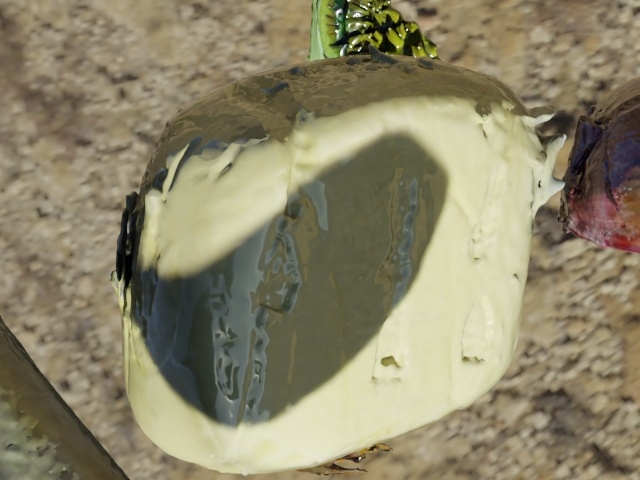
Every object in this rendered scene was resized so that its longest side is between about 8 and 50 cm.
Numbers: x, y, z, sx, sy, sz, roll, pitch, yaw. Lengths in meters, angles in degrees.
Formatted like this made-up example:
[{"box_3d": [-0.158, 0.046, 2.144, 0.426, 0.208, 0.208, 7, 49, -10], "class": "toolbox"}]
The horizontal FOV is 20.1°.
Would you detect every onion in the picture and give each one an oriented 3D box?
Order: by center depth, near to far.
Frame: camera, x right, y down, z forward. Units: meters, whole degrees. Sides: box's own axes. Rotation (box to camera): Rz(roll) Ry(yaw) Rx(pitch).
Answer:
[{"box_3d": [0.230, -0.057, 1.178, 0.151, 0.206, 0.098, -2, 106, -4], "class": "onion"}]

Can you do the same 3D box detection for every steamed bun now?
[{"box_3d": [0.000, 0.000, 1.059, 0.166, 0.273, 0.232, 25, 125, 49], "class": "steamed bun"}]

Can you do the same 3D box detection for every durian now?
[{"box_3d": [0.049, -0.134, 1.614, 0.132, 0.106, 0.375, -140, 45, -56], "class": "durian"}]

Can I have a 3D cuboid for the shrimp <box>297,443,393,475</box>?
[{"box_3d": [-0.023, 0.165, 1.795, 0.248, 0.068, 0.150, 24, 99, 42], "class": "shrimp"}]

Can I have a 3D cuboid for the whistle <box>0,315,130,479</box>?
[{"box_3d": [-0.123, 0.089, 0.733, 0.326, 0.068, 0.057, 51, 137, 13], "class": "whistle"}]
